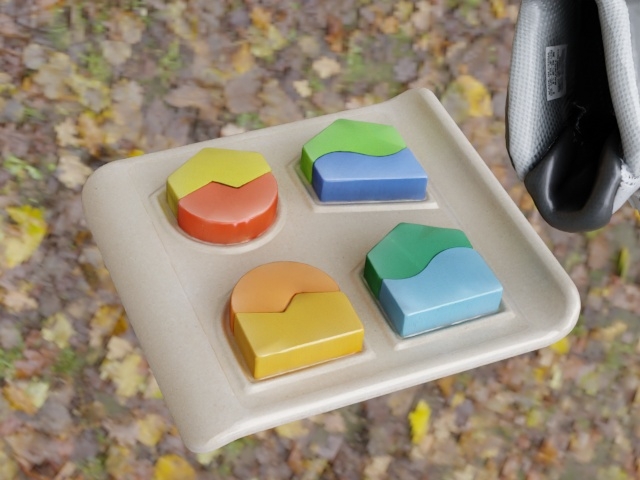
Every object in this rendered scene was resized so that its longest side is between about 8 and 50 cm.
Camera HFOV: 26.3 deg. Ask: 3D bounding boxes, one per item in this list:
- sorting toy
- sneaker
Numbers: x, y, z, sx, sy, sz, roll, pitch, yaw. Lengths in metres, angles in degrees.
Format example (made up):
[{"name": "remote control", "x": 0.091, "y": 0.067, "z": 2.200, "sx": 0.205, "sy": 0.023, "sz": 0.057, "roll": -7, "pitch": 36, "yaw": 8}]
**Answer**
[{"name": "sorting toy", "x": 0.000, "y": 0.000, "z": 0.702, "sx": 0.208, "sy": 0.193, "sz": 0.038, "roll": -17, "pitch": 139, "yaw": -16}, {"name": "sneaker", "x": 0.126, "y": -0.028, "z": 0.537, "sx": 0.228, "sy": 0.086, "sz": 0.132, "roll": 59, "pitch": 46, "yaw": -29}]
